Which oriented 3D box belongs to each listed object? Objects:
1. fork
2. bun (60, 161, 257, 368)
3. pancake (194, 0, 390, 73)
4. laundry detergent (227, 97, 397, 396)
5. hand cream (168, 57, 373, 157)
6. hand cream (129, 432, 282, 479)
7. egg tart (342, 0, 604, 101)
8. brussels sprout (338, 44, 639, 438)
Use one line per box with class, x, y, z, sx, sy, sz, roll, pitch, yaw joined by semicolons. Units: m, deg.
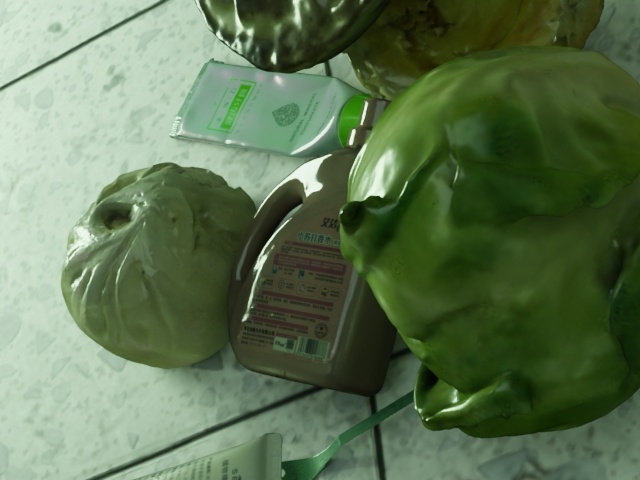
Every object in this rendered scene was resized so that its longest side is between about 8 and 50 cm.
fork;0.032;0.155;1.488;0.235;0.021;0.039;-31;54;17
bun;-0.142;0.009;1.633;0.178;0.128;0.193;9;68;41
pancake;-0.020;-0.281;1.538;0.294;0.049;0.294;8;101;43
laundry detergent;0.000;0.000;1.529;0.171;0.076;0.237;7;84;43
hand cream;-0.034;-0.118;1.689;0.275;0.050;0.079;12;45;46
hand cream;-0.143;0.229;1.542;0.276;0.059;0.095;-17;60;31
egg tart;0.132;-0.223;1.516;0.288;0.118;0.288;8;101;44
brussels sprout;0.144;-0.002;1.333;0.294;0.259;0.227;-49;14;-7
